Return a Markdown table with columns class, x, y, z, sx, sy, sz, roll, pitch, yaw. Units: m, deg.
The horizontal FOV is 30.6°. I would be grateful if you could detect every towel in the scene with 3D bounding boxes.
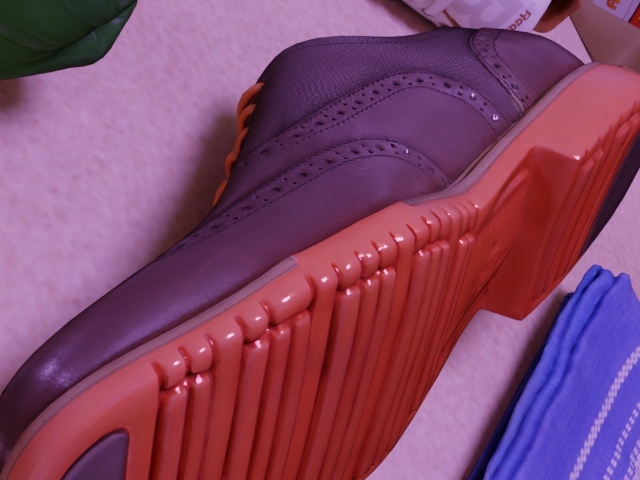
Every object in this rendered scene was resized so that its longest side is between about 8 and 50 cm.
| class | x | y | z | sx | sy | sz | roll | pitch | yaw |
| --- | --- | --- | --- | --- | --- | --- | --- | --- | --- |
| towel | 0.200 | 0.194 | 0.582 | 0.336 | 0.040 | 0.243 | 53 | 37 | -6 |

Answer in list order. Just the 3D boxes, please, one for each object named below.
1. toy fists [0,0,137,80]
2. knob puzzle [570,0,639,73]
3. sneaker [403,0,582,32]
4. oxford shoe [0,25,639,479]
| class | x | y | z | sx | sy | sz | roll | pitch | yaw |
| --- | --- | --- | --- | --- | --- | --- | --- | --- | --- |
| toy fists | -0.116 | -0.188 | 0.419 | 0.096 | 0.142 | 0.279 | 14 | 53 | -57 |
| knob puzzle | 0.248 | -0.209 | 0.825 | 0.030 | 0.213 | 0.213 | -4 | 67 | -49 |
| sneaker | 0.072 | -0.172 | 0.649 | 0.290 | 0.106 | 0.123 | -6 | 66 | -52 |
| oxford shoe | 0.000 | 0.000 | 0.460 | 0.133 | 0.130 | 0.364 | 33 | 37 | 23 |
